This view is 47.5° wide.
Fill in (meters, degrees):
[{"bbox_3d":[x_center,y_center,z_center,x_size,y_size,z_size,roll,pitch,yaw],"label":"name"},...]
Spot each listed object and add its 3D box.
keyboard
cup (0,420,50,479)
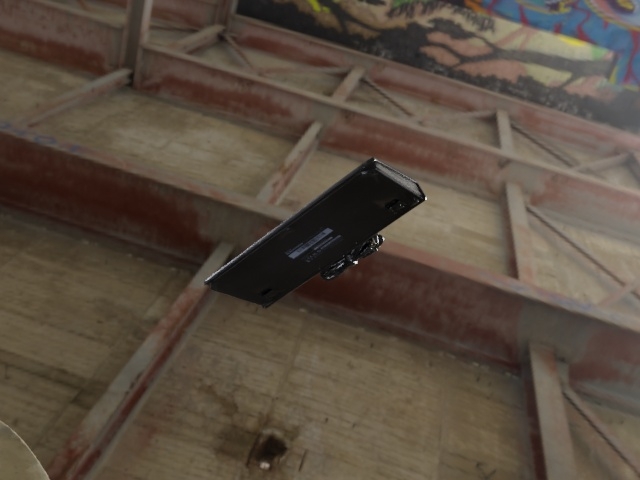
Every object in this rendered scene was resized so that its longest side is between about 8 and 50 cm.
[{"bbox_3d":[0.000,0.000,0.594,0.108,0.180,0.023,25,-141,-47],"label":"keyboard"},{"bbox_3d":[-0.360,0.321,0.553,0.331,0.331,0.237,35,-156,34],"label":"cup"}]
